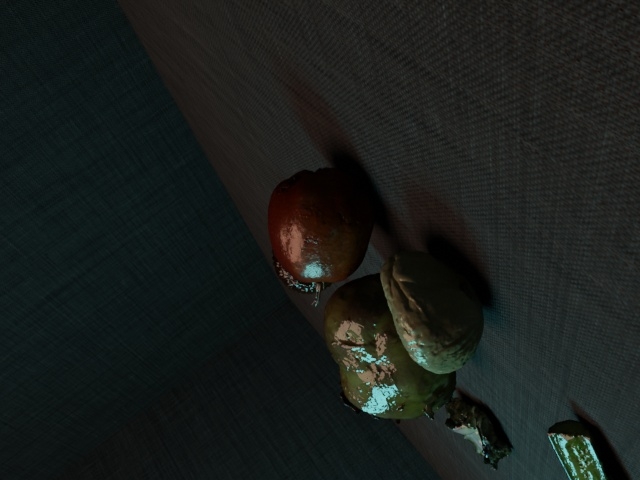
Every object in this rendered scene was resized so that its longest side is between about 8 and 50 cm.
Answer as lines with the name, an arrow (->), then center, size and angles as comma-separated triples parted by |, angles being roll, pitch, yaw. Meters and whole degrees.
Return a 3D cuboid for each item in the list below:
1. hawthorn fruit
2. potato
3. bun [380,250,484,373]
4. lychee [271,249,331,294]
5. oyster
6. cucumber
hawthorn fruit -> 0.000, 0.000, 1.236 | 0.211, 0.211, 0.299 | -144, 50, -58
potato -> 0.152, 0.185, 1.256 | 0.237, 0.288, 0.301 | 100, 165, -52
bun -> 0.190, 0.104, 1.049 | 0.220, 0.134, 0.220 | 54, -162, -27
lychee -> -0.042, 0.057, 1.791 | 0.200, 0.200, 0.238 | 57, -175, -20
oyster -> 0.386, 0.477, 1.587 | 0.198, 0.092, 0.259 | 47, 177, 32
cucumber -> 0.451, 0.378, 1.039 | 0.078, 0.062, 0.211 | -15, 109, 43
